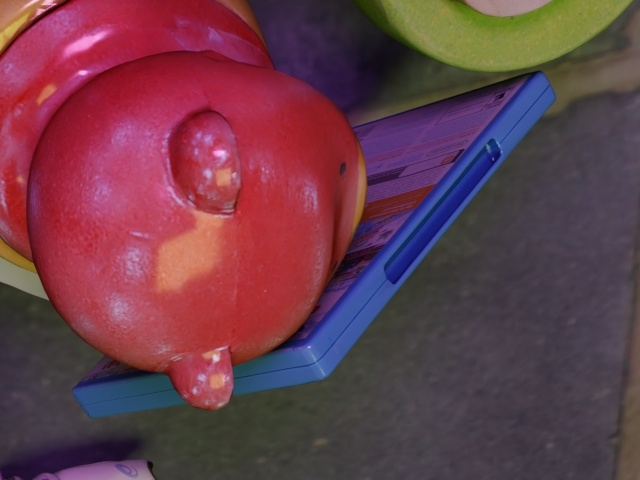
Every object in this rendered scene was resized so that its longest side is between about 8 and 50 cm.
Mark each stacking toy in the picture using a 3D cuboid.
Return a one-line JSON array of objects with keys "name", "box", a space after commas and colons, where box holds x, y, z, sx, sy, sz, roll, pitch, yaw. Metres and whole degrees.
[{"name": "stacking toy", "box": [0.010, -0.120, 0.463, 0.279, 0.130, 0.309, -20, 126, -16]}]

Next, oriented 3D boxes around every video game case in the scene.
[{"name": "video game case", "box": [0.000, 0.000, 0.581, 0.119, 0.166, 0.015, -13, 115, 44]}]

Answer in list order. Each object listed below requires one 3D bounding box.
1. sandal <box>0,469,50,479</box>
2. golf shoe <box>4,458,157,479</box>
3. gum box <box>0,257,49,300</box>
[{"name": "sandal", "box": [-0.148, 0.103, 0.571, 0.102, 0.169, 0.416, 5, 150, 3]}, {"name": "golf shoe", "box": [-0.097, 0.172, 0.787, 0.086, 0.069, 0.176, -19, 136, -12]}, {"name": "gum box", "box": [-0.120, -0.053, 0.572, 0.188, 0.062, 0.107, 23, 119, -35]}]
